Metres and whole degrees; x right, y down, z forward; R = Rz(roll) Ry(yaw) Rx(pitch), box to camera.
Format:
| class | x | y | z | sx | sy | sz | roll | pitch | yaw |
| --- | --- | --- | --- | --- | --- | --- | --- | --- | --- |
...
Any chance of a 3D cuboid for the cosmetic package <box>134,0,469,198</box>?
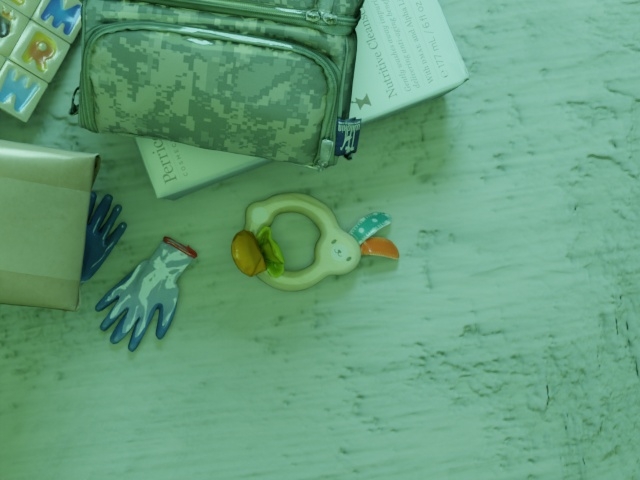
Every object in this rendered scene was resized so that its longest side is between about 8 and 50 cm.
| class | x | y | z | sx | sy | sz | roll | pitch | yaw |
| --- | --- | --- | --- | --- | --- | --- | --- | --- | --- |
| cosmetic package | -0.049 | -0.210 | 1.337 | 0.385 | 0.156 | 0.217 | -23 | 93 | -2 |

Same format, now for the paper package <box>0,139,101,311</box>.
| class | x | y | z | sx | sy | sz | roll | pitch | yaw |
| --- | --- | --- | --- | --- | --- | --- | --- | --- | --- |
| paper package | -0.426 | -0.035 | 1.206 | 0.325 | 0.309 | 0.168 | 7 | 91 | -21 |

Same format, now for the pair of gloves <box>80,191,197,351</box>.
| class | x | y | z | sx | sy | sz | roll | pitch | yaw |
| --- | --- | --- | --- | --- | --- | --- | --- | --- | --- |
| pair of gloves | -0.261 | 0.037 | 1.406 | 0.198 | 0.023 | 0.159 | 32 | 93 | 0 |

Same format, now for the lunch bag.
| class | x | y | z | sx | sy | sz | roll | pitch | yaw |
| --- | --- | --- | --- | --- | --- | --- | --- | --- | --- |
| lunch bag | -0.099 | -0.216 | 1.164 | 0.305 | 0.212 | 0.256 | 8 | 108 | -2 |

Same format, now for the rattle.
| class | x | y | z | sx | sy | sz | roll | pitch | yaw |
| --- | --- | --- | --- | --- | --- | --- | --- | --- | --- |
| rattle | 0.000 | 0.000 | 1.366 | 0.200 | 0.143 | 0.130 | 8 | 74 | 2 |

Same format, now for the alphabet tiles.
| class | x | y | z | sx | sy | sz | roll | pitch | yaw |
| --- | --- | --- | --- | --- | --- | --- | --- | --- | --- |
| alphabet tiles | -0.414 | -0.305 | 1.305 | 0.285 | 0.011 | 0.342 | 32 | 72 | -22 |
